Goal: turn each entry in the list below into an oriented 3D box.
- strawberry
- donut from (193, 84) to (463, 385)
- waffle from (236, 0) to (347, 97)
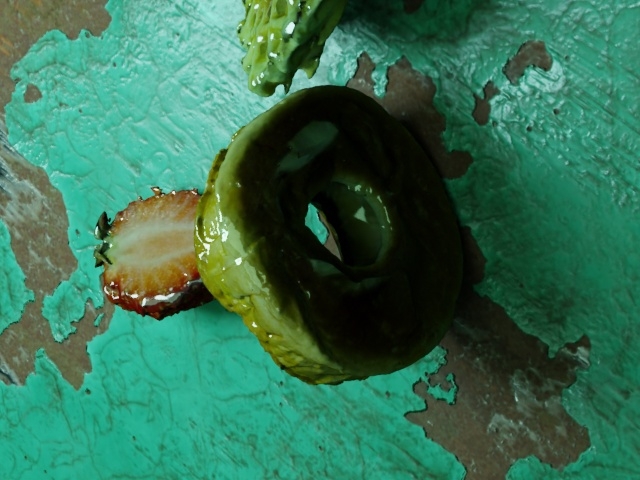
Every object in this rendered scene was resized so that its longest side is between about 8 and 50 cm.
[{"bbox_3d":[-0.170,0.029,1.910,0.236,0.107,0.175,15,72,29],"label":"strawberry"},{"bbox_3d":[0.000,0.000,1.673,0.160,0.330,0.330,-28,85,46],"label":"donut"},{"bbox_3d":[-0.012,-0.322,1.652,0.297,0.073,0.317,-92,25,-44],"label":"waffle"}]
